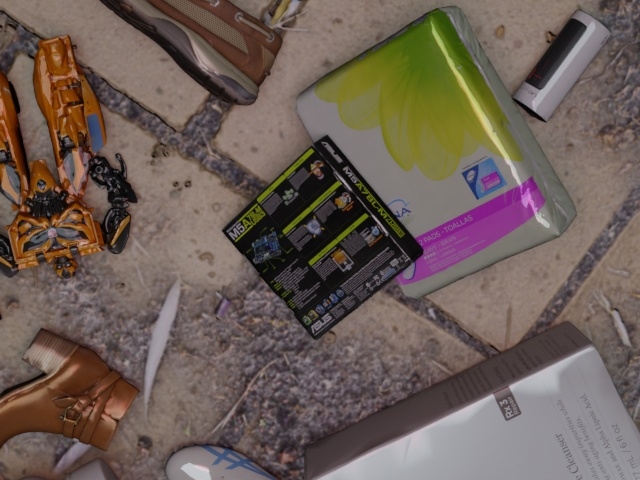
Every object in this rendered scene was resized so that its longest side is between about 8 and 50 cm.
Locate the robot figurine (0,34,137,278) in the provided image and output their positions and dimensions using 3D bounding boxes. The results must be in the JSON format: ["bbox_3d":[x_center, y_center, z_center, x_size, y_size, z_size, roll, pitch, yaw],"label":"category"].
[{"bbox_3d":[-0.343,-0.093,1.610,0.211,0.085,0.291,-13,96,-4],"label":"robot figurine"}]

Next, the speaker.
[{"bbox_3d":[0.295,-0.212,1.623,0.055,0.055,0.136,36,95,-4],"label":"speaker"}]

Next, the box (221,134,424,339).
[{"bbox_3d":[0.000,0.000,1.593,0.184,0.045,0.190,50,126,3],"label":"box"}]

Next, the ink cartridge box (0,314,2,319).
[{"bbox_3d":[-0.538,0.034,1.641,0.224,0.045,0.223,-17,96,1],"label":"ink cartridge box"}]

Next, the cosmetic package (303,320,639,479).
[{"bbox_3d":[0.191,0.282,1.619,0.385,0.156,0.217,-28,97,1],"label":"cosmetic package"}]

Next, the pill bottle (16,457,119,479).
[{"bbox_3d":[-0.378,0.397,1.607,0.318,0.176,0.176,-29,95,-5],"label":"pill bottle"}]

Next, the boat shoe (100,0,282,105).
[{"bbox_3d":[-0.176,-0.294,1.558,0.324,0.123,0.116,40,84,-30],"label":"boat shoe"}]

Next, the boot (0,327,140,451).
[{"bbox_3d":[-0.332,0.224,1.652,0.152,0.073,0.197,33,97,-8],"label":"boot"}]

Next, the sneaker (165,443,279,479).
[{"bbox_3d":[-0.087,0.330,1.657,0.237,0.086,0.085,29,96,-2],"label":"sneaker"}]

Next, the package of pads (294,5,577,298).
[{"bbox_3d":[0.130,-0.099,1.568,0.229,0.101,0.296,-27,96,34],"label":"package of pads"}]
